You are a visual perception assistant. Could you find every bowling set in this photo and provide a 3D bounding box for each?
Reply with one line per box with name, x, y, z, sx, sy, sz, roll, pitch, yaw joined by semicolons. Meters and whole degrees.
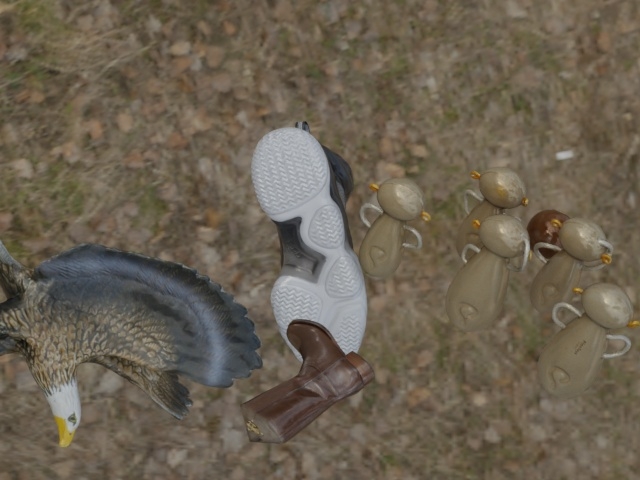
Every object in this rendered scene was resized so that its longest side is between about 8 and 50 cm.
bowling set;0.195;-0.006;1.148;0.287;0.154;0.200;31;51;12

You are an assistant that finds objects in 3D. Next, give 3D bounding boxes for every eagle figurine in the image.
eagle figurine;-0.242;0.099;1.195;0.298;0.226;0.225;-4;119;-29

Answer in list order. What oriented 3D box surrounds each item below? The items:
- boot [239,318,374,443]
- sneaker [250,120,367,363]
boot;-0.030;0.116;0.951;0.114;0.106;0.037;-31;128;-29
sneaker;0.000;0.000;1.262;0.153;0.101;0.269;-56;136;-72
